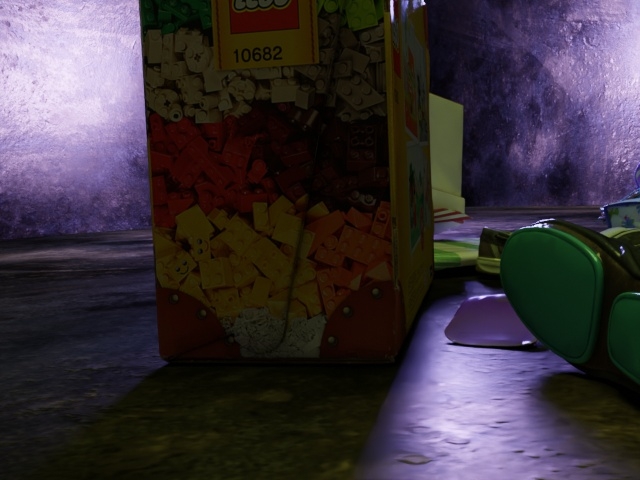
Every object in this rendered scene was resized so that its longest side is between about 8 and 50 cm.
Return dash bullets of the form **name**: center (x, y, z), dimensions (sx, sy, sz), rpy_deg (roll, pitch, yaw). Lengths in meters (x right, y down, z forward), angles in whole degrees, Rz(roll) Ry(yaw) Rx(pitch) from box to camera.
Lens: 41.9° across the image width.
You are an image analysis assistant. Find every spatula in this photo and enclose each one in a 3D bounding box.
- **spatula**: center (0.196, 0.058, 0.802), dimensions (0.084, 0.030, 0.296), rpy_deg (-3, 4, 26)

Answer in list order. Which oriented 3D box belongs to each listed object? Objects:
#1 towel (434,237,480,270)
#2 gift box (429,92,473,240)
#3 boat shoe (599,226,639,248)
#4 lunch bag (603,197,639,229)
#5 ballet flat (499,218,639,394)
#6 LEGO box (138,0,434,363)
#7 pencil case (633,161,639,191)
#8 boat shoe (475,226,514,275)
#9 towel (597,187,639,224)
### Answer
- **towel**: center (0.192, 0.025, 1.270), dimensions (0.324, 0.038, 0.248), rpy_deg (-2, 4, -17)
- **gift box**: center (0.116, -0.111, 1.444), dimensions (0.276, 0.258, 0.255), rpy_deg (13, -20, -22)
- **boat shoe**: center (0.365, 0.024, 0.870), dimensions (0.219, 0.078, 0.070), rpy_deg (-3, 3, -29)
- **lunch bag**: center (0.570, -0.030, 1.384), dimensions (0.151, 0.096, 0.128), rpy_deg (-12, -4, 44)
- **ballet flat**: center (0.211, 0.053, 0.542), dimensions (0.096, 0.095, 0.280), rpy_deg (7, 12, -12)
- **LEGO box**: center (0.004, -0.108, 0.857), dimensions (0.193, 0.373, 0.500), rpy_deg (-2, 4, 11)
- **pencil case**: center (0.691, -0.120, 1.610), dimensions (0.206, 0.086, 0.088), rpy_deg (3, -38, -37)
- **boat shoe**: center (0.309, 0.012, 1.080), dimensions (0.223, 0.073, 0.080), rpy_deg (0, 4, 30)
- **towel**: center (0.692, -0.076, 1.466), dimensions (0.271, 0.040, 0.370), rpy_deg (6, -14, -5)
